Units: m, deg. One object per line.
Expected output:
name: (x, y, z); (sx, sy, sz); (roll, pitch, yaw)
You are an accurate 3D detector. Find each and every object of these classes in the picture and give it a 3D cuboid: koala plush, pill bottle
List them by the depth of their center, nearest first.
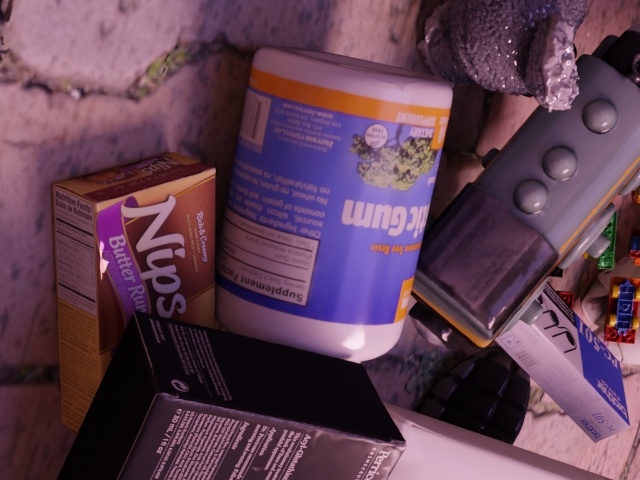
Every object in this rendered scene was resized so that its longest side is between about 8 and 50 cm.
pill bottle: (0.000, 0.000, 0.953); (0.152, 0.152, 0.272); (-3, 108, -49)
koala plush: (0.162, -0.222, 1.034); (0.203, 0.196, 0.221); (-2, 109, -38)

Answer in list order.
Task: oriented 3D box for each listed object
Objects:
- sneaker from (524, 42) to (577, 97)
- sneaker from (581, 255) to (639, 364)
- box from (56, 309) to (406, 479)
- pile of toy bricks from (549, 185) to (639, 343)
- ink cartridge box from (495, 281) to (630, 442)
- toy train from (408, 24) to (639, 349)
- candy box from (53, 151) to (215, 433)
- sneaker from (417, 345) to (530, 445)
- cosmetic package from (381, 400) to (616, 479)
sneaker: (0.211, -0.207, 1.185); (0.084, 0.058, 0.152); (17, 97, -46)
sneaker: (0.385, 0.032, 1.472); (0.305, 0.152, 0.114); (-60, 139, -50)
box: (-0.087, 0.197, 0.875); (0.184, 0.103, 0.261); (17, 113, -25)
pile of toy bricks: (0.305, 0.000, 1.381); (0.105, 0.118, 0.212); (-1, 97, -86)
ink cartridge box: (0.237, 0.106, 1.283); (0.207, 0.046, 0.097); (45, 30, -29)
toy train: (0.199, -0.043, 1.106); (0.334, 0.142, 0.190); (-48, 171, -2)
candy box: (-0.129, 0.040, 0.898); (0.109, 0.053, 0.187); (-19, 122, -44)
sneaker: (0.135, 0.232, 1.289); (0.267, 0.101, 0.106); (-63, 159, -3)
cosmetic package: (0.178, 0.291, 1.154); (0.365, 0.155, 0.197); (22, 88, -16)
